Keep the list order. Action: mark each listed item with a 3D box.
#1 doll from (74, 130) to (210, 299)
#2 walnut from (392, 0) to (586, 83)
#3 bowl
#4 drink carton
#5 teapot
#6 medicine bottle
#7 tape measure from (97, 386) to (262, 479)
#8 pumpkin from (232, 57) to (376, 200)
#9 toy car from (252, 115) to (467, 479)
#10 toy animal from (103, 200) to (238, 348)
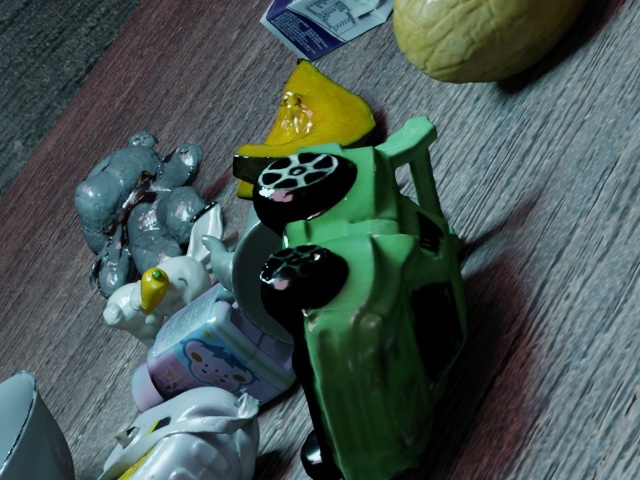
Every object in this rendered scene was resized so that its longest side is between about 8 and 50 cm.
[{"bbox_3d":[-0.257,-0.042,2.501,0.246,0.158,0.340,-61,20,6],"label":"doll"},{"bbox_3d":[0.178,-0.260,1.873,0.225,0.193,0.193,-45,18,27],"label":"walnut"},{"bbox_3d":[-0.375,0.329,2.034,0.345,0.157,0.345,-43,19,19],"label":"bowl"},{"bbox_3d":[0.030,-0.356,2.541,0.222,0.102,0.134,-21,32,57],"label":"drink carton"},{"bbox_3d":[0.000,0.000,1.797,0.239,0.162,0.149,-11,28,1],"label":"teapot"},{"bbox_3d":[-0.113,0.126,1.876,0.188,0.119,0.094,-34,21,40],"label":"medicine bottle"},{"bbox_3d":[-0.152,0.237,1.745,0.197,0.120,0.236,-54,12,-32],"label":"tape measure"},{"bbox_3d":[-0.006,-0.104,2.170,0.254,0.149,0.130,-62,-21,-54],"label":"pumpkin"},{"bbox_3d":[0.044,0.045,1.556,0.176,0.213,0.359,-12,28,3],"label":"toy car"},{"bbox_3d":[-0.184,0.041,2.231,0.181,0.131,0.127,-33,44,18],"label":"toy animal"}]
